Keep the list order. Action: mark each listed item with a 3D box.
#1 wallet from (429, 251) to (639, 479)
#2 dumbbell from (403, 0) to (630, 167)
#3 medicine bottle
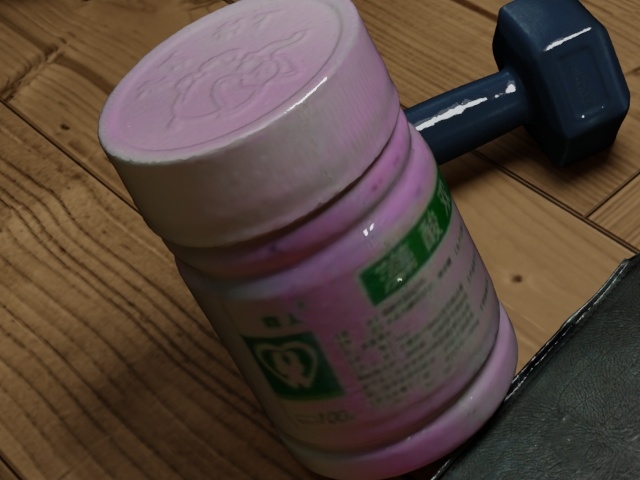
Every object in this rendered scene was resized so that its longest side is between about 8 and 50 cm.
[{"bbox_3d":[0.220,0.138,1.205,0.172,0.045,0.318,27,62,35],"label":"wallet"},{"bbox_3d":[0.102,-0.096,1.398,0.325,0.160,0.144,-23,73,-4],"label":"dumbbell"},{"bbox_3d":[0.000,0.000,1.190,0.212,0.325,0.212,-20,32,13],"label":"medicine bottle"}]
